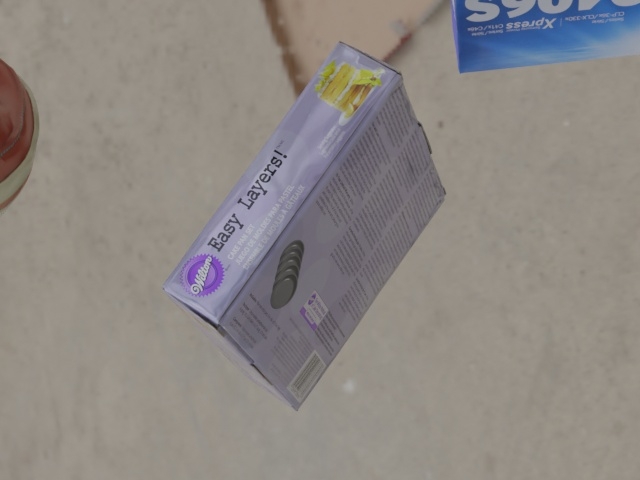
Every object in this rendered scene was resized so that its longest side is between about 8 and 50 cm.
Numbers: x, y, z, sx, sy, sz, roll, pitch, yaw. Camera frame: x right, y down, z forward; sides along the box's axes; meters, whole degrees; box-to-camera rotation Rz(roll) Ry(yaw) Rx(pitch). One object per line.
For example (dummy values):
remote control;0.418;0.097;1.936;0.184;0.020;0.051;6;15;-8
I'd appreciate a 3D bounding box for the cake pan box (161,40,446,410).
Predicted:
cake pan box;0.000;0.000;1.180;0.070;0.245;0.267;33;171;23

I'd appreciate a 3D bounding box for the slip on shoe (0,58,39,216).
slip on shoe;-0.172;-0.059;0.480;0.331;0.123;0.101;-37;-34;-79

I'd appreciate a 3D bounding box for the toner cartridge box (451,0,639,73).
toner cartridge box;0.328;-0.290;1.667;0.165;0.348;0.075;75;-170;-59
